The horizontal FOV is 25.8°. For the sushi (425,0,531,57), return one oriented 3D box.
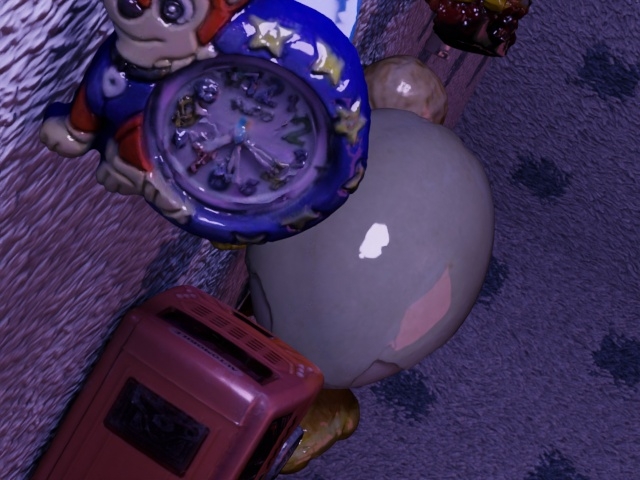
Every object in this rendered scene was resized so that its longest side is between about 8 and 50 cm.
[{"bbox_3d":[0.207,-0.320,1.796,0.172,0.153,0.150,-167,-91,-75],"label":"sushi"}]

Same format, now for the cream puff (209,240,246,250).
[{"bbox_3d":[-0.061,-0.069,1.066,0.156,0.156,0.121,114,-33,-57],"label":"cream puff"}]

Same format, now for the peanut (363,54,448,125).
[{"bbox_3d":[0.102,-0.175,1.829,0.129,0.129,0.224,-58,175,5],"label":"peanut"}]

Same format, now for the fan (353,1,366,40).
[{"bbox_3d":[0.062,-0.283,1.436,0.182,0.010,0.310,-56,174,-22],"label":"fan"}]

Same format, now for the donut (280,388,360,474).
[{"bbox_3d":[-0.077,0.202,1.753,0.261,0.128,0.208,-5,-163,38],"label":"donut"}]

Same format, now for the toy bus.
[{"bbox_3d":[-0.187,0.270,1.385,0.427,0.203,0.233,-59,170,9],"label":"toy bus"}]

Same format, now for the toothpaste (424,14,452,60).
[{"bbox_3d":[0.247,-0.424,2.132,0.314,0.056,0.058,-62,-146,9],"label":"toothpaste"}]

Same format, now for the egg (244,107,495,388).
[{"bbox_3d":[0.049,0.021,1.631,0.336,0.278,0.278,-56,174,-23],"label":"egg"}]

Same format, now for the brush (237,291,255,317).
[{"bbox_3d":[-0.014,0.055,1.917,0.336,0.020,0.085,-21,-151,54],"label":"brush"}]

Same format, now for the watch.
[{"bbox_3d":[-0.045,-0.108,0.805,0.196,0.171,0.200,-62,-172,25],"label":"watch"}]
